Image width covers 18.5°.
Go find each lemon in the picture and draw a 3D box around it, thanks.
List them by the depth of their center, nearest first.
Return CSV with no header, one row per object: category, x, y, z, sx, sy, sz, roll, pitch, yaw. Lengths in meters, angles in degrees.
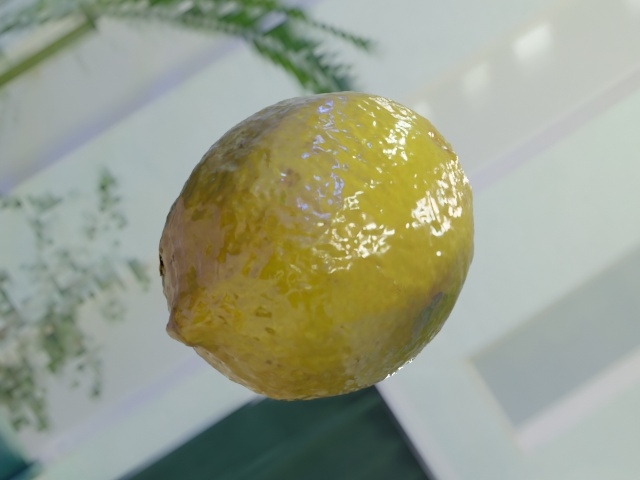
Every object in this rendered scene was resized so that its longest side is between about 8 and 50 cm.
lemon,0.000,0.000,1.259,0.188,0.256,0.188,29,-42,29
